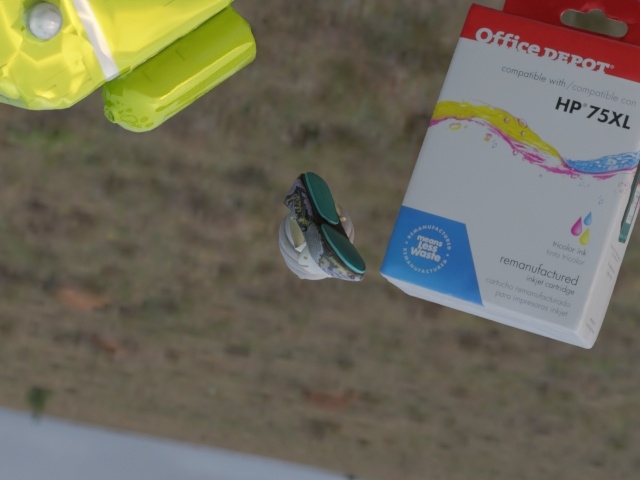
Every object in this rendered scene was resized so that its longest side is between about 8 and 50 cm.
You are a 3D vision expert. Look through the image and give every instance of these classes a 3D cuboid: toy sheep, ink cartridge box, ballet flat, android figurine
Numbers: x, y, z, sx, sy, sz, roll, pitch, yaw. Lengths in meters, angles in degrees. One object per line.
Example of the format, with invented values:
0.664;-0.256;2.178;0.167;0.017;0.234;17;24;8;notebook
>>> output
-0.006;-0.003;1.871;0.091;0.091;0.132;11;142;-2;toy sheep
0.141;-0.062;1.081;0.134;0.231;0.078;17;174;19;ink cartridge box
0.000;0.000;1.145;0.041;0.041;0.114;15;-150;-27;ballet flat
-0.124;-0.178;0.920;0.056;0.273;0.248;16;134;48;android figurine
